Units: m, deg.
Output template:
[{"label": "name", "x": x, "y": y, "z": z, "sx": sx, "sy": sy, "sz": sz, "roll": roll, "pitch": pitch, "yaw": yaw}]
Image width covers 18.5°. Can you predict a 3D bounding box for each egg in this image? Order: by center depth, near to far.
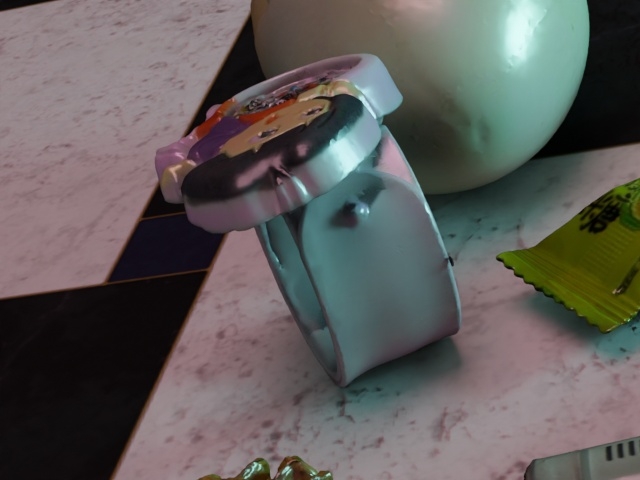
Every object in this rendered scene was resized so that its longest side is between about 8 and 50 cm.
[{"label": "egg", "x": 0.088, "y": -0.182, "z": 1.675, "sx": 0.283, "sy": 0.283, "sz": 0.345, "roll": -20, "pitch": 41, "yaw": 1}]

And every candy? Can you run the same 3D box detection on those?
[{"label": "candy", "x": 0.271, "y": -0.011, "z": 1.485, "sx": 0.246, "sy": 0.069, "sz": 0.149, "roll": -28, "pitch": 28, "yaw": -15}]

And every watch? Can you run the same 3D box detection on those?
[{"label": "watch", "x": 0.000, "y": 0.000, "z": 1.461, "sx": 0.196, "sy": 0.231, "sz": 0.244, "roll": -22, "pitch": 18, "yaw": -7}]

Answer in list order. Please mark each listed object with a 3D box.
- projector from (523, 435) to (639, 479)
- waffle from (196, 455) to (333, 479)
[{"label": "projector", "x": 0.295, "y": 0.144, "z": 1.170, "sx": 0.337, "sy": 0.108, "sz": 0.108, "roll": -14, "pitch": 30, "yaw": 11}, {"label": "waffle", "x": -0.060, "y": 0.212, "z": 1.343, "sx": 0.192, "sy": 0.046, "sz": 0.160, "roll": -18, "pitch": 29, "yaw": 6}]
